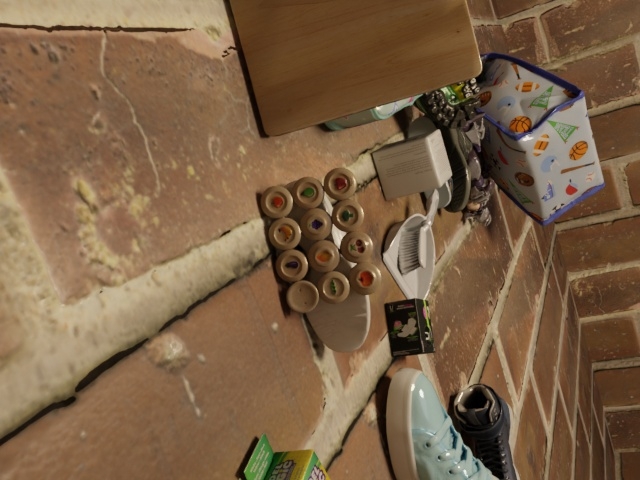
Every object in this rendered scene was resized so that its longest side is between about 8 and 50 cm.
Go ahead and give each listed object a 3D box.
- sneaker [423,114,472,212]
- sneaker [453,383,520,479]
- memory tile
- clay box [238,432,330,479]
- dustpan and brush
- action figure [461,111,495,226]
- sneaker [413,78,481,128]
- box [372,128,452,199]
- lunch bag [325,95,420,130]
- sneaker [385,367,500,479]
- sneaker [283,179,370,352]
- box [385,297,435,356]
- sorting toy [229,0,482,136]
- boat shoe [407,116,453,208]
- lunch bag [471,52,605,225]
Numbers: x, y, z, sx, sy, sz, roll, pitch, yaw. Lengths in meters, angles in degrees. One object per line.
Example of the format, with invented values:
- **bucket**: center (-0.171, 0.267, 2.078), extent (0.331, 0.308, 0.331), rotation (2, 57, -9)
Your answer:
- **sneaker**: center (0.290, -0.166, 1.357), extent (0.130, 0.087, 0.228), rotation (12, 62, -54)
- **sneaker**: center (0.294, 0.369, 1.119), extent (0.163, 0.086, 0.226), rotation (48, 38, -46)
- **memory tile**: center (0.000, 0.000, 0.703), extent (0.012, 0.113, 0.148), rotation (-44, 119, -89)
- **clay box**: center (-0.013, 0.304, 0.596), extent (0.222, 0.053, 0.127), rotation (65, 28, -23)
- **dustpan and brush**: center (0.171, -0.009, 1.086), extent (0.147, 0.060, 0.211), rotation (54, 34, -37)
- **action figure**: center (0.366, -0.163, 1.493), extent (0.185, 0.099, 0.285), rotation (-76, 150, -68)
- **sneaker**: center (0.153, -0.352, 1.174), extent (0.344, 0.134, 0.146), rotation (52, -6, -25)
- **box**: center (0.159, -0.130, 1.071), extent (0.102, 0.101, 0.087), rotation (-37, 111, -61)
- **lunch bag**: center (0.065, -0.299, 0.949), extent (0.279, 0.107, 0.224), rotation (-44, 119, -57)
- **sneaker**: center (0.204, 0.346, 0.888), extent (0.135, 0.150, 0.366), rotation (-34, 108, -63)
- **sneaker**: center (0.015, 0.026, 0.763), extent (0.094, 0.080, 0.212), rotation (-28, 102, -75)
- **box**: center (0.139, 0.134, 0.968), extent (0.062, 0.052, 0.083), rotation (15, 66, -61)
- **sorting toy**: center (0.032, -0.279, 0.749), extent (0.089, 0.257, 0.256), rotation (-31, 106, -80)
- **boat shoe**: center (0.221, -0.156, 1.257), extent (0.083, 0.065, 0.184), rotation (-35, 112, -70)
- **lunch bag**: center (0.499, -0.278, 1.623), extent (0.328, 0.238, 0.385), rotation (57, 2, -41)
